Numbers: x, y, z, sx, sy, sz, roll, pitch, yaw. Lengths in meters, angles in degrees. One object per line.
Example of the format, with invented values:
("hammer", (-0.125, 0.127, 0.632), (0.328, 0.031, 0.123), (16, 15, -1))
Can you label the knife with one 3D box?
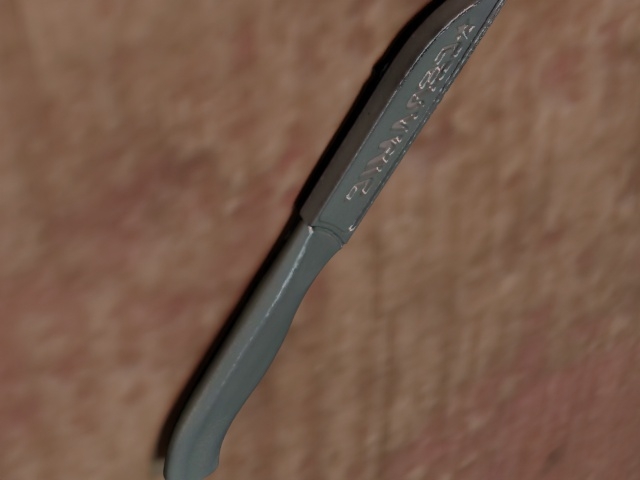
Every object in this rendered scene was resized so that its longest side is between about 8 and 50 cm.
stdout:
("knife", (-0.001, 0.000, 0.539), (0.028, 0.015, 0.210), (13, 118, -39))
